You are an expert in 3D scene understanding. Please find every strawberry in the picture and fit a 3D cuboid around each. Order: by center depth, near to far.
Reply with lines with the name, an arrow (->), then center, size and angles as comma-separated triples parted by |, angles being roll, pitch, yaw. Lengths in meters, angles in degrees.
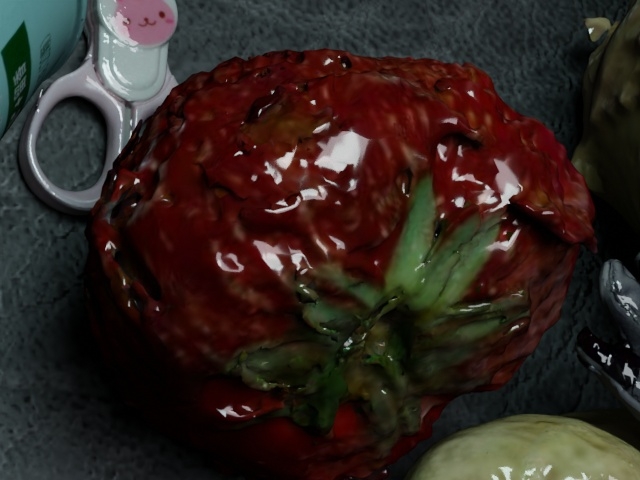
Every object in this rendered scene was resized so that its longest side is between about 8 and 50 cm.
strawberry -> 0.000, 0.000, 0.822 | 0.274, 0.274, 0.220 | 3, 39, -29

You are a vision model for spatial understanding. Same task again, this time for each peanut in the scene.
peanut -> 0.151, 0.158, 0.894 | 0.253, 0.137, 0.122 | 0, 84, -47

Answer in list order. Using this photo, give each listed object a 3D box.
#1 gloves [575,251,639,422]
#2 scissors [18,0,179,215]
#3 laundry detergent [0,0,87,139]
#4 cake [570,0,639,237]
gloves -> 0.274, 0.079, 0.885 | 0.286, 0.142, 0.119 | 15, 96, -17
scissors -> -0.110, -0.127, 0.907 | 0.118, 0.030, 0.242 | 11, 71, -28
laundry detergent -> -0.292, -0.057, 0.625 | 0.287, 0.287, 0.305 | 37, 59, -14
cake -> 0.329, -0.107, 1.024 | 0.332, 0.332, 0.321 | 20, 34, -23
